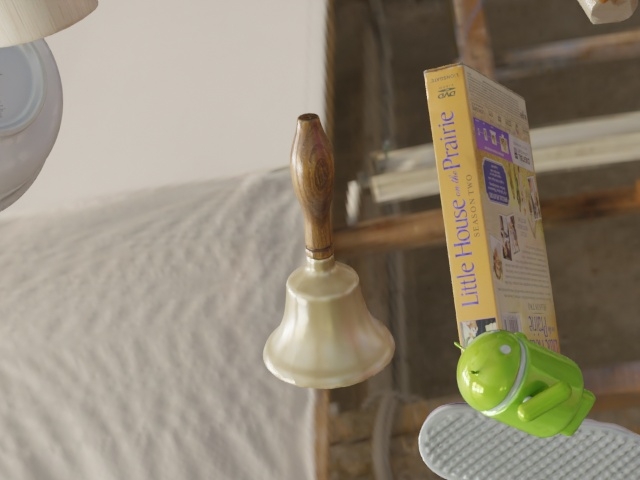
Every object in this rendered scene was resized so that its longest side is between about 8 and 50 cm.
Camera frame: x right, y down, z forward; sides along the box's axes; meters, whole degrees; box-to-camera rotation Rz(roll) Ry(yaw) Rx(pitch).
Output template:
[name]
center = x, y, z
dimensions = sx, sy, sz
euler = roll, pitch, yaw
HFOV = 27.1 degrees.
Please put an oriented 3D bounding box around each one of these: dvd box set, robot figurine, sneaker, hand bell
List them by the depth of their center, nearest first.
[robot figurine]
center = 0.155, 0.110, 1.024
dimensions = 0.067, 0.115, 0.101
euler = -59, -157, 15
[hand bell]
center = 0.000, 0.000, 1.203
dimensions = 0.126, 0.242, 0.126
euler = -3, -151, 2
[sneaker]
center = 0.245, 0.218, 1.338
dimensions = 0.282, 0.102, 0.161
euler = 18, 180, 11
[dvd box set]
center = 0.244, -0.011, 1.827
dimensions = 0.062, 0.420, 0.307
euler = -10, 173, 24

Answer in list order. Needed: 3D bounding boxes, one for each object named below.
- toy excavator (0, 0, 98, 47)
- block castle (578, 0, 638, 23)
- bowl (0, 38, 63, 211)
[toy excavator]
center = -0.123, -0.351, 1.305
dimensions = 0.445, 0.222, 0.433
euler = -18, -149, 5
[block castle]
center = 0.352, -0.435, 1.199
dimensions = 0.453, 0.303, 0.213
euler = -32, -126, 15
[bowl]
center = -0.408, -0.175, 1.524
dimensions = 0.134, 0.298, 0.298
euler = -15, -155, 49
